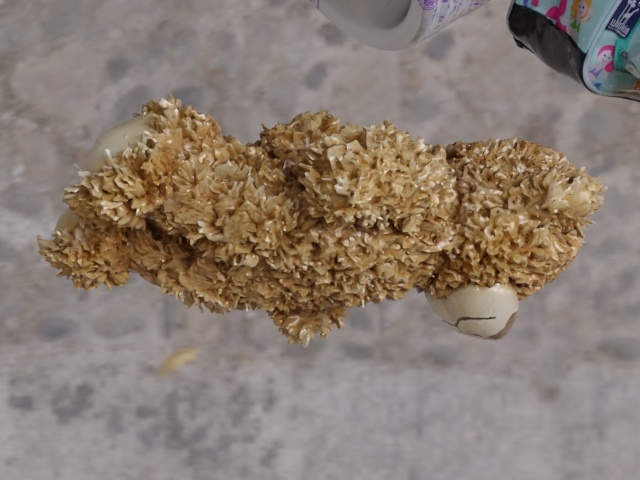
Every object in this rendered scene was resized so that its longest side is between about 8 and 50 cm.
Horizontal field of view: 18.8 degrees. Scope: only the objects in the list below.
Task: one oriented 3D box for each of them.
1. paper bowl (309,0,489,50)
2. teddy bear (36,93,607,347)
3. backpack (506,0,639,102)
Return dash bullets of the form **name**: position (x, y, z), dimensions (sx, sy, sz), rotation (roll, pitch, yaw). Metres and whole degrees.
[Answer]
- **paper bowl**: position (0.051, -0.301, 1.495), dimensions (0.148, 0.284, 0.284), rotation (-31, 103, -18)
- **teddy bear**: position (0.000, 0.000, 1.157), dimensions (0.338, 0.245, 0.113), rotation (13, 55, -32)
- **backpack**: position (0.289, -0.223, 1.471), dimensions (0.225, 0.191, 0.253), rotation (6, 113, -49)
